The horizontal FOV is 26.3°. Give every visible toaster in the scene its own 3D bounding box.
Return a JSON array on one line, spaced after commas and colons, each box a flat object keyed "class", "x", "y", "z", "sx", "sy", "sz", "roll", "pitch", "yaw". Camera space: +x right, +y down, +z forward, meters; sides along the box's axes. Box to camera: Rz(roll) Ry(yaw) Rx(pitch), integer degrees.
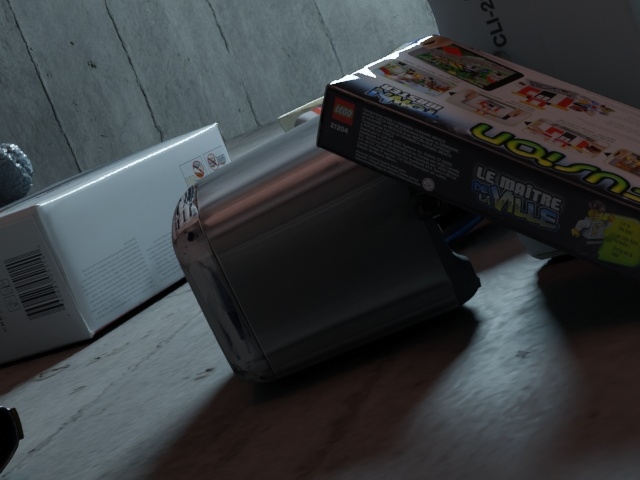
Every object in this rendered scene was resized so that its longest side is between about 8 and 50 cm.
[{"class": "toaster", "x": 0.000, "y": 0.000, "z": 0.807, "sx": 0.147, "sy": 0.129, "sz": 0.227, "roll": -26, "pitch": 12, "yaw": 2}]

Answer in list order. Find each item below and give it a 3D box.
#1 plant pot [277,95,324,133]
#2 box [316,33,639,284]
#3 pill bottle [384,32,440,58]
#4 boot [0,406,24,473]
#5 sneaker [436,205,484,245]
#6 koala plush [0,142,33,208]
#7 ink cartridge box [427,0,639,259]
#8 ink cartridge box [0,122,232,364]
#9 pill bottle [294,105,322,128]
[{"class": "plant pot", "x": 0.035, "y": -0.128, "z": 1.617, "sx": 0.109, "sy": 0.096, "sz": 0.109, "roll": -13, "pitch": 13, "yaw": 45}, {"class": "box", "x": 0.114, "y": -0.042, "z": 0.677, "sx": 0.207, "sy": 0.036, "sz": 0.114, "roll": 25, "pitch": 33, "yaw": 25}, {"class": "pill bottle", "x": 0.153, "y": -0.171, "z": 1.494, "sx": 0.123, "sy": 0.122, "sz": 0.219, "roll": -25, "pitch": 9, "yaw": -19}, {"class": "boot", "x": -0.265, "y": 0.139, "z": 0.751, "sx": 0.106, "sy": 0.082, "sz": 0.219, "roll": -20, "pitch": 6, "yaw": 34}, {"class": "sneaker", "x": 0.124, "y": -0.062, "z": 0.950, "sx": 0.209, "sy": 0.069, "sz": 0.082, "roll": -42, "pitch": 14, "yaw": -3}, {"class": "koala plush", "x": -0.406, "y": 0.002, "z": 1.645, "sx": 0.203, "sy": 0.196, "sz": 0.221, "roll": -34, "pitch": 14, "yaw": -8}, {"class": "ink cartridge box", "x": 0.195, "y": -0.129, "z": 0.863, "sx": 0.114, "sy": 0.197, "sz": 0.273, "roll": -16, "pitch": 10, "yaw": 36}, {"class": "ink cartridge box", "x": -0.259, "y": 0.013, "z": 1.362, "sx": 0.272, "sy": 0.130, "sz": 0.309, "roll": -16, "pitch": 10, "yaw": 32}, {"class": "pill bottle", "x": 0.082, "y": -0.105, "z": 1.307, "sx": 0.194, "sy": 0.108, "sz": 0.108, "roll": -24, "pitch": 8, "yaw": -12}]
